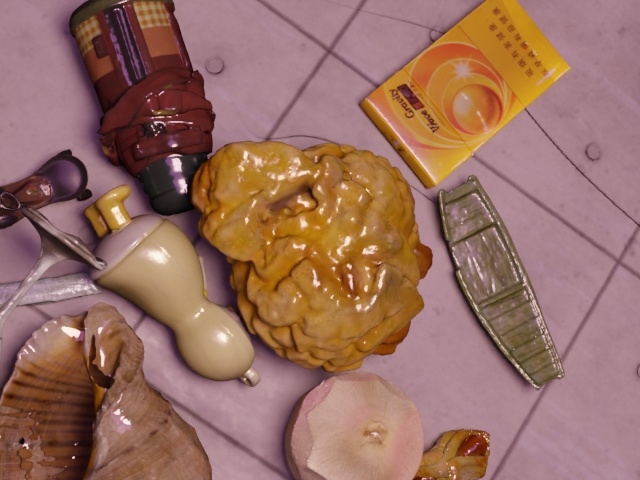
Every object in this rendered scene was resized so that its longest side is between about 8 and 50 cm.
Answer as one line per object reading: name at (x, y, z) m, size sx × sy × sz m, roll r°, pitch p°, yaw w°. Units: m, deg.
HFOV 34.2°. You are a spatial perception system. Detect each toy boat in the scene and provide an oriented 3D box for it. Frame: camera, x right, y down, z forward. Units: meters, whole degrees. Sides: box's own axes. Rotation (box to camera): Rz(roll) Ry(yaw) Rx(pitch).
toy boat at (0.232, 0.059, 1.384) m, size 0.093 × 0.055 × 0.293 m, roll -24°, pitch 88°, yaw -16°

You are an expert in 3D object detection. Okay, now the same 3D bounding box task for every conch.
conch at (-0.254, 0.248, 1.186) m, size 0.263 × 0.186 × 0.324 m, roll -8°, pitch 63°, yaw 1°

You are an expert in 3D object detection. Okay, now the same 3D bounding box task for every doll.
doll at (-0.171, 0.063, 1.256) m, size 0.296 × 0.141 × 0.117 m, roll 45°, pitch 58°, yaw -15°

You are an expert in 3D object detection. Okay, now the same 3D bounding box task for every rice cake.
rice cake at (-0.350, 0.064, 1.261) m, size 0.171 × 0.029 × 0.033 m, roll -8°, pitch 88°, yaw -15°

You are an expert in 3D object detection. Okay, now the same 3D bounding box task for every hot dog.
hot dog at (0.156, 0.295, 1.331) m, size 0.169 × 0.061 × 0.078 m, roll -36°, pitch 90°, yaw -15°

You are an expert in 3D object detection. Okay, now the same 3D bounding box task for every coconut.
coconut at (0.039, 0.242, 1.248) m, size 0.171 × 0.183 × 0.170 m, roll 2°, pitch 79°, yaw -10°

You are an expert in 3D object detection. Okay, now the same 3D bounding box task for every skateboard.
skateboard at (-0.351, -0.054, 1.251) m, size 0.151 × 0.080 × 0.067 m, roll -27°, pitch 95°, yaw -13°

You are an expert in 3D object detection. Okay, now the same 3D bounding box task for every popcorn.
popcorn at (0.000, 0.000, 1.238) m, size 0.332 × 0.225 × 0.265 m, roll 45°, pitch 68°, yaw -18°

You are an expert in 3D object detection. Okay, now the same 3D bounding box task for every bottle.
bottle at (-0.213, -0.162, 1.271) m, size 0.143 × 0.156 × 0.271 m, roll -16°, pitch 86°, yaw -48°

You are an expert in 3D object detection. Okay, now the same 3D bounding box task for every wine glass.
wine glass at (-0.343, 0.083, 1.123) m, size 0.156 × 0.156 × 0.232 m, roll 37°, pitch 81°, yaw -6°

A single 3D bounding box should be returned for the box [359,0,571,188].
box at (0.199, -0.209, 1.418) m, size 0.269 × 0.043 × 0.152 m, roll -40°, pitch 92°, yaw -15°
